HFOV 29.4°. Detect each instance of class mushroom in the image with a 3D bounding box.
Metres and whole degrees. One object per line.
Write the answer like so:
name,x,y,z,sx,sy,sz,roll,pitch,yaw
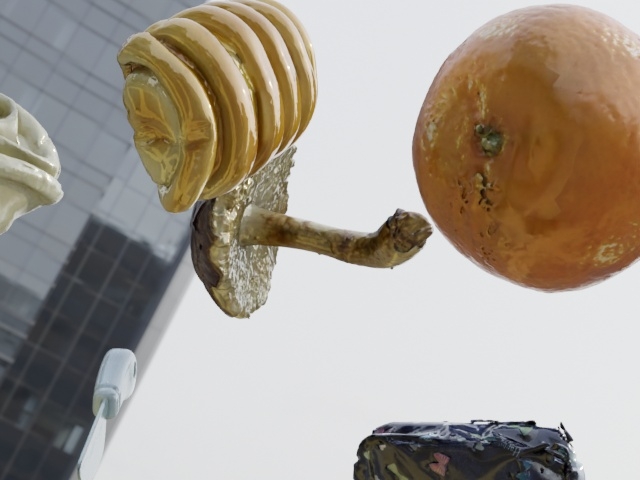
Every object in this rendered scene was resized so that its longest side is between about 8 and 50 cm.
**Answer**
mushroom,-0.031,0.016,1.421,0.302,0.208,0.233,41,-19,35

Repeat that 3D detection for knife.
knife,-0.277,0.233,1.545,0.044,0.080,0.331,5,21,-2

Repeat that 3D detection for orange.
orange,0.323,-0.136,1.772,0.326,0.424,0.424,2,2,-44

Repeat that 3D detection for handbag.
handbag,0.165,0.280,1.345,0.260,0.162,0.113,-5,5,17

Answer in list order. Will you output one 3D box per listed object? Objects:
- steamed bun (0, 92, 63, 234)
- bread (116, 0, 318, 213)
steamed bun,-0.570,-0.124,1.819,0.310,0.324,0.219,12,-60,40
bread,-0.084,-0.152,1.197,0.121,0.311,0.173,-10,-74,23
